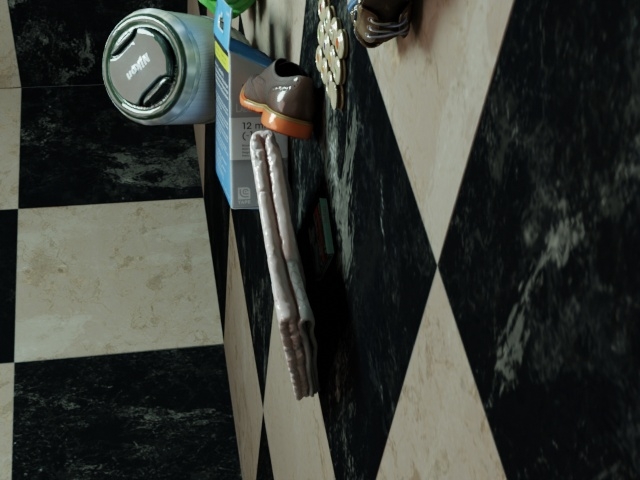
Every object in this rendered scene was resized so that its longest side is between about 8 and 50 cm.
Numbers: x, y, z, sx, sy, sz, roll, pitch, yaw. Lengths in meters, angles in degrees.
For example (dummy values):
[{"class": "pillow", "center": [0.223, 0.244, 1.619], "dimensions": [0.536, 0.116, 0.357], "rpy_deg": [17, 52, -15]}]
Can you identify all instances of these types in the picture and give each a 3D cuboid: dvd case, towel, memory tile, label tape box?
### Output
[{"class": "dvd case", "center": [0.000, 0.000, 1.484], "dimensions": [0.119, 0.013, 0.087], "rpy_deg": [114, 150, -66]}, {"class": "towel", "center": [-0.050, 0.046, 1.531], "dimensions": [0.332, 0.053, 0.317], "rpy_deg": [85, 174, -62]}, {"class": "memory tile", "center": [0.013, -0.250, 1.328], "dimensions": [0.148, 0.012, 0.113], "rpy_deg": [-109, 18, -52]}, {"class": "label tape box", "center": [-0.127, -0.257, 1.806], "dimensions": [0.249, 0.115, 0.348], "rpy_deg": [-122, 32, -67]}]

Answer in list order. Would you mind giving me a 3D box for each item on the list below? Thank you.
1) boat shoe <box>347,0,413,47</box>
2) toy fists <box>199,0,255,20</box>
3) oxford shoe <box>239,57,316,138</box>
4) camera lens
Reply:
[{"class": "boat shoe", "center": [0.064, -0.226, 0.963], "dimensions": [0.183, 0.066, 0.066], "rpy_deg": [-124, 26, -88]}, {"class": "toy fists", "center": [-0.199, -0.504, 1.986], "dimensions": [0.096, 0.142, 0.279], "rpy_deg": [-56, 14, -1]}, {"class": "oxford shoe", "center": [-0.056, -0.232, 1.545], "dimensions": [0.271, 0.096, 0.098], "rpy_deg": [-133, 57, -63]}, {"class": "camera lens", "center": [-0.278, -0.340, 1.989], "dimensions": [0.274, 0.219, 0.220], "rpy_deg": [-13, -78, -61]}]
